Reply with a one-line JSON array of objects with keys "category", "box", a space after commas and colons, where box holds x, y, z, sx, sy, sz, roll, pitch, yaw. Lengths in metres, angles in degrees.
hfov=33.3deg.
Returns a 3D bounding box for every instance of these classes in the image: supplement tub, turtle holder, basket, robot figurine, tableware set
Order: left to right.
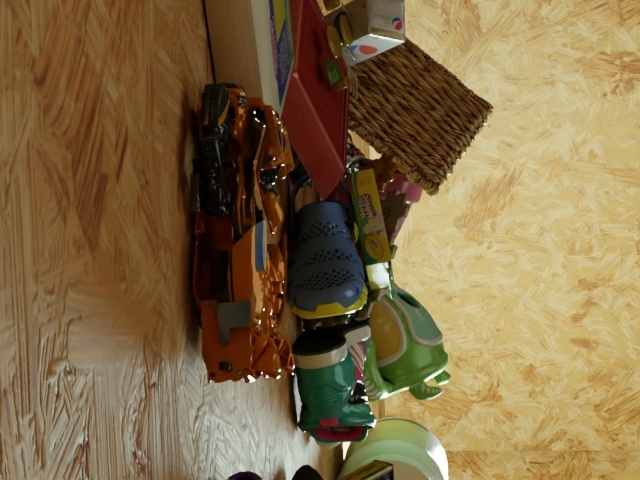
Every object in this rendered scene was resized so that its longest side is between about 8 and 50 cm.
[{"category": "robot figurine", "box": [-0.072, -0.010, 1.042, 0.211, 0.085, 0.291, 39, 50, -83]}, {"category": "tableware set", "box": [0.023, -0.286, 1.563, 0.104, 0.024, 0.154, 37, 46, -61]}, {"category": "turtle holder", "box": [0.107, 0.220, 2.156, 0.320, 0.243, 0.227, -17, 92, -43]}, {"category": "basket", "box": [0.122, -0.224, 1.982, 0.223, 0.299, 0.213, -54, -174, -20]}, {"category": "supplement tub", "box": [0.156, 0.523, 2.292, 0.325, 0.235, 0.235, -27, 116, -83]}]

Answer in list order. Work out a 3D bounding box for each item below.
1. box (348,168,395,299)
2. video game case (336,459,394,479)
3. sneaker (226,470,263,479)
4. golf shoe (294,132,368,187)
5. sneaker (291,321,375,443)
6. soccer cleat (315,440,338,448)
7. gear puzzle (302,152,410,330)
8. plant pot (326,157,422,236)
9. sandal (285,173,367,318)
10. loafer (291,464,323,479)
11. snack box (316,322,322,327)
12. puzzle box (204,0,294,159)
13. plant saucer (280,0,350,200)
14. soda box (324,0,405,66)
[{"category": "box", "box": [0.080, -0.005, 1.619, 0.105, 0.043, 0.179, 73, 4, -65]}, {"category": "video game case", "box": [0.010, 0.440, 1.328, 0.248, 0.035, 0.274, -14, 105, -49]}, {"category": "sneaker", "box": [-0.054, 0.315, 1.084, 0.282, 0.102, 0.161, 62, 24, -76]}, {"category": "golf shoe", "box": [-0.004, -0.155, 1.761, 0.120, 0.105, 0.273, 62, 9, 3]}, {"category": "sneaker", "box": [0.032, 0.234, 1.730, 0.295, 0.124, 0.178, -24, 108, -75]}, {"category": "soccer cleat", "box": [0.021, 0.311, 1.915, 0.196, 0.068, 0.076, -87, 176, -58]}, {"category": "gear puzzle", "box": [0.063, -0.014, 1.758, 0.044, 0.175, 0.339, 36, 58, -28]}, {"category": "plant pot", "box": [0.085, -0.062, 2.080, 0.201, 0.201, 0.180, -51, 155, -80]}, {"category": "sandal", "box": [0.000, 0.000, 1.593, 0.317, 0.126, 0.138, -98, 180, -59]}, {"category": "loafer", "box": [-0.002, 0.422, 1.598, 0.078, 0.080, 0.220, -81, 168, -57]}, {"category": "snack box", "box": [0.002, 0.110, 1.894, 0.100, 0.037, 0.141, -80, 168, -56]}, {"category": "puzzle box", "box": [-0.083, -0.325, 1.164, 0.272, 0.052, 0.408, -82, 169, -57]}, {"category": "plant saucer", "box": [-0.012, -0.234, 1.534, 0.258, 0.048, 0.259, 60, 25, -47]}, {"category": "soda box", "box": [0.045, -0.325, 1.705, 0.216, 0.074, 0.069, -13, -105, 57]}]
